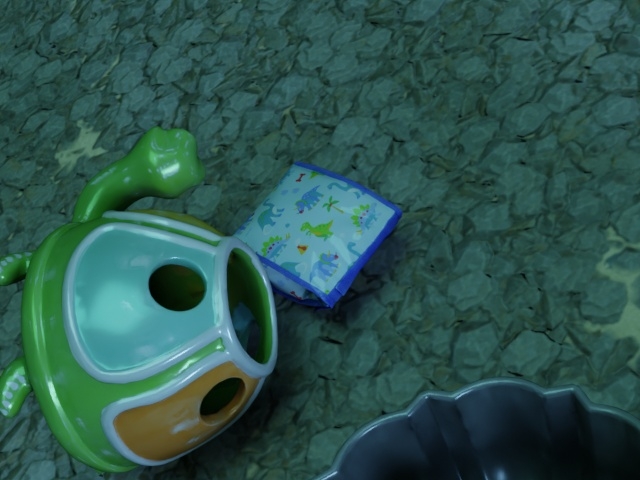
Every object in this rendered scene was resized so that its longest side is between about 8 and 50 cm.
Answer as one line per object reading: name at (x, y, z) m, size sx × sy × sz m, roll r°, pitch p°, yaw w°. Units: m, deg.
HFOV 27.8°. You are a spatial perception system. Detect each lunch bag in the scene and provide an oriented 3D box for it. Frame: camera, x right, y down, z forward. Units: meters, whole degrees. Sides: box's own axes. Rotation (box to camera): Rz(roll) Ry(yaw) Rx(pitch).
lunch bag at (0.000, 0.000, 1.345) m, size 0.151 × 0.096 × 0.129 m, roll 19°, pitch 66°, yaw 50°

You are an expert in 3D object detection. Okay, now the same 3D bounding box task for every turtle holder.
turtle holder at (-0.163, 0.069, 1.295) m, size 0.227 × 0.243 × 0.320 m, roll -17°, pitch 35°, yaw 21°

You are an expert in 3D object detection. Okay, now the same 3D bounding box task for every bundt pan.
bundt pan at (0.138, 0.272, 1.006) m, size 0.331 × 0.124 × 0.331 m, roll -13°, pitch 45°, yaw 13°
